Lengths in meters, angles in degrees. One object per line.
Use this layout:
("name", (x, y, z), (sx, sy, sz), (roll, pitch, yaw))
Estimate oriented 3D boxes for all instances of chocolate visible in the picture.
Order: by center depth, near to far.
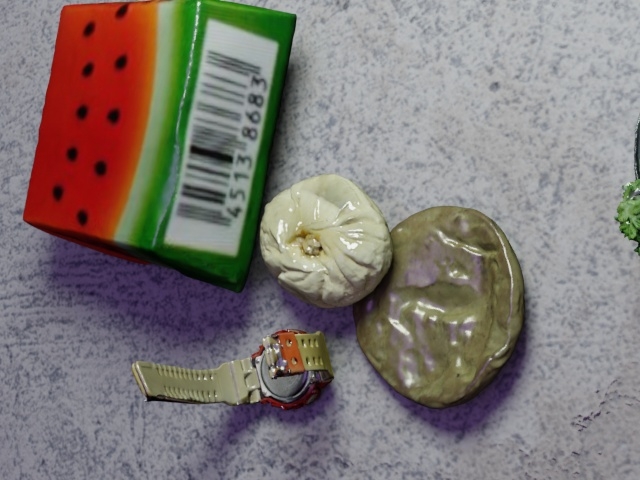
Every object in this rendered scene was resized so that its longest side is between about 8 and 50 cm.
("chocolate", (-0.223, -0.140, 1.260), (0.341, 0.161, 0.360), (11, 89, 42))

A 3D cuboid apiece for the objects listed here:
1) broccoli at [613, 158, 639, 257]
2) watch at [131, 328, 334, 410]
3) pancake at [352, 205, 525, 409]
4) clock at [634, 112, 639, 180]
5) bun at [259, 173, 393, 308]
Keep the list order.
("broccoli", (0.394, -0.021, 0.848), (0.261, 0.241, 0.269), (-39, 38, 39))
("watch", (-0.086, 0.151, 1.129), (0.164, 0.268, 0.102), (-19, 75, 15))
("pancake", (0.138, 0.079, 1.142), (0.241, 0.050, 0.242), (-12, 70, 35))
("clock", (0.486, -0.093, 0.963), (0.325, 0.067, 0.325), (-3, 83, 28))
("bun", (0.000, 0.000, 1.172), (0.188, 0.111, 0.164), (40, 107, 38))
